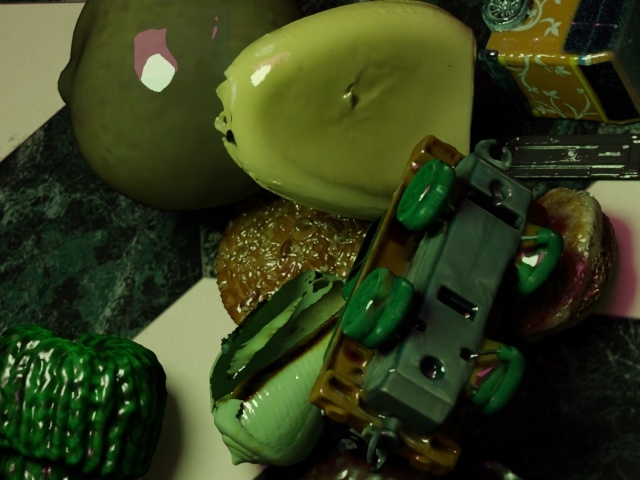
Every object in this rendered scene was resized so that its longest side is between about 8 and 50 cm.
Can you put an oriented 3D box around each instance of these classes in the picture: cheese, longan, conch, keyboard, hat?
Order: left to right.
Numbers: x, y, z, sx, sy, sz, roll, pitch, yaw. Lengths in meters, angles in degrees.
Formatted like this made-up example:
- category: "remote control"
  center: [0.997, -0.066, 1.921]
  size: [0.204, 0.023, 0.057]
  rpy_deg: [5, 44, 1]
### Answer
- category: "hat"
  center: [-0.318, 0.269, 1.948]
  size: [0.242, 0.274, 0.332]
  rpy_deg: [11, 88, 3]
- category: "longan"
  center: [-0.169, -0.208, 2.096]
  size: [0.361, 0.361, 0.361]
  rpy_deg: [-15, 54, 22]
- category: "conch"
  center: [-0.046, 0.141, 1.894]
  size: [0.143, 0.137, 0.251]
  rpy_deg: [19, 91, 2]
- category: "cheese"
  center: [0.032, -0.153, 1.920]
  size: [0.128, 0.315, 0.260]
  rpy_deg: [-172, 84, -76]
- category: "keyboard"
  center: [0.297, -0.099, 1.957]
  size: [0.204, 0.013, 0.061]
  rpy_deg: [1, 62, 31]

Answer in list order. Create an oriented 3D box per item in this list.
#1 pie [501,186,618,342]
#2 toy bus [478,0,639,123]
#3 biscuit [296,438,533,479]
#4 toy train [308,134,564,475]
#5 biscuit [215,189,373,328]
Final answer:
- category: "pie"
  center: [0.260, 0.027, 1.856]
  size: [0.163, 0.079, 0.193]
  rpy_deg: [-15, 50, 40]
- category: "toy bus"
  center: [0.334, -0.311, 1.980]
  size: [0.194, 0.162, 0.323]
  rpy_deg: [9, 67, 34]
- category: "biscuit"
  center: [0.084, 0.397, 1.709]
  size: [0.407, 0.091, 0.407]
  rpy_deg: [-15, 53, 20]
- category: "toy train"
  center: [0.106, 0.072, 1.775]
  size: [0.249, 0.178, 0.429]
  rpy_deg: [-39, 22, 56]
- category: "biscuit"
  center: [0.000, 0.000, 2.052]
  size: [0.305, 0.038, 0.305]
  rpy_deg: [-15, 54, 22]
